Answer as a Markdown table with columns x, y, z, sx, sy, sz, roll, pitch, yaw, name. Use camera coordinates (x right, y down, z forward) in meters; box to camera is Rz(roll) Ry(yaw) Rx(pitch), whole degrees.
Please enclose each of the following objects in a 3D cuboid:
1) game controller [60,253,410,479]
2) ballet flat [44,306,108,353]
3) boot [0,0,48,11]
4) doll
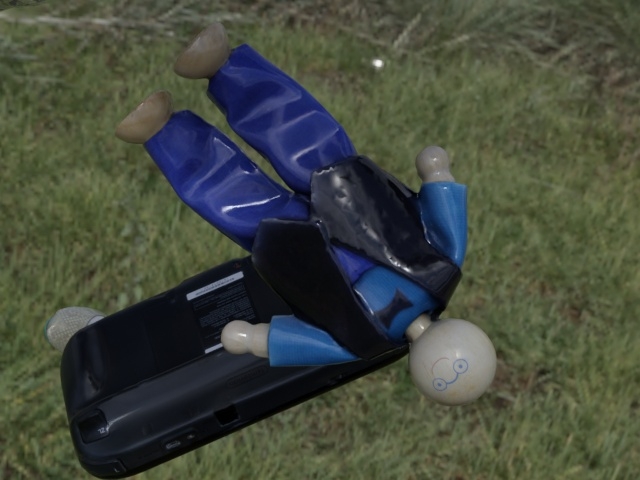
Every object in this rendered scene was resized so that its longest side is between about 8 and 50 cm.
| x | y | z | sx | sy | sz | roll | pitch | yaw | name |
| --- | --- | --- | --- | --- | --- | --- | --- | --- | --- |
| -0.073 | 0.086 | 0.943 | 0.319 | 0.067 | 0.166 | -23 | 38 | -2 | game controller |
| -0.214 | 0.104 | 1.149 | 0.052 | 0.057 | 0.168 | -8 | -19 | 32 | ballet flat |
| -0.149 | -0.150 | 0.481 | 0.123 | 0.095 | 0.258 | -23 | 20 | -8 | boot |
| 0.000 | 0.000 | 0.467 | 0.189 | 0.129 | 0.046 | 43 | 6 | 2 | doll |
